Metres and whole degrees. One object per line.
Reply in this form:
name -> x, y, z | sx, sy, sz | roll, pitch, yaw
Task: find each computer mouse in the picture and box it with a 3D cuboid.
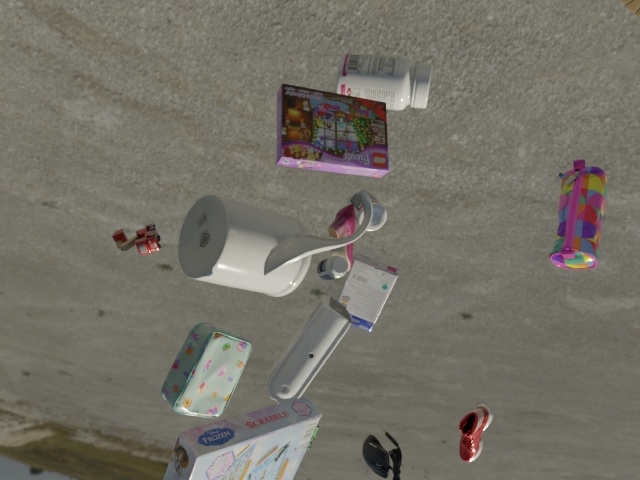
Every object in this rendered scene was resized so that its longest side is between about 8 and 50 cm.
computer mouse -> 0.197, 0.720, 1.678 | 0.060, 0.184, 0.262 | -4, -168, -18

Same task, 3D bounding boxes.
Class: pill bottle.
pill bottle -> 0.159, -0.118, 1.778 | 0.108, 0.108, 0.180 | 37, -169, -29
pill bottle -> 0.201, -0.497, 1.553 | 0.283, 0.160, 0.160 | 9, 150, 10
pill bottle -> 0.038, 0.081, 1.465 | 0.067, 0.067, 0.120 | 27, 162, -13

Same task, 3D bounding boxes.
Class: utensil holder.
utensil holder -> -0.280, 0.026, 1.826 | 0.328, 0.327, 0.385 | -9, 163, 42

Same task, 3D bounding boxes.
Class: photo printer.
photo printer -> -0.039, 0.309, 1.388 | 0.107, 0.307, 0.256 | 35, -178, 1

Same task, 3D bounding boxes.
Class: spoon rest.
spoon rest -> 0.000, 0.000, 1.037 | 0.084, 0.276, 0.137 | 55, 175, 2

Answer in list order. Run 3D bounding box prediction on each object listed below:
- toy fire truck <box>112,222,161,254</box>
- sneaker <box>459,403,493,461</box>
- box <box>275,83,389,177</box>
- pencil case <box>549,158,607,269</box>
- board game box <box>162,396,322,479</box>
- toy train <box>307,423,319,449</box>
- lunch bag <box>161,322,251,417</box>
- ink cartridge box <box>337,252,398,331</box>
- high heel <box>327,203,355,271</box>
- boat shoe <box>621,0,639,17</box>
toy fire truck -> -0.553, 0.001, 1.475 | 0.192, 0.135, 0.047 | -132, 23, -63
sneaker -> 0.495, 0.661, 1.669 | 0.128, 0.221, 0.087 | 3, -165, -41
box -> 0.033, -0.279, 1.271 | 0.293, 0.200, 0.057 | 4, 167, -19
pencil case -> 0.570, -0.054, 1.088 | 0.104, 0.236, 0.104 | 14, 159, 6
board game box -> -0.175, 0.486, 0.981 | 0.066, 0.318, 0.318 | 34, -161, 37
toy train -> -0.022, 0.469, 1.192 | 0.017, 0.083, 0.024 | 5, -158, -41
lunch bag -> -0.350, 0.410, 1.539 | 0.108, 0.279, 0.224 | 20, 172, 40
ink cartridge box -> 0.181, 0.218, 2.036 | 0.186, 0.065, 0.311 | 22, 118, 4
high heel -> 0.086, -0.004, 1.581 | 0.082, 0.117, 0.244 | 22, 149, 34
boat shoe -> 0.803, -0.555, 1.139 | 0.285, 0.092, 0.103 | 41, -167, 1
